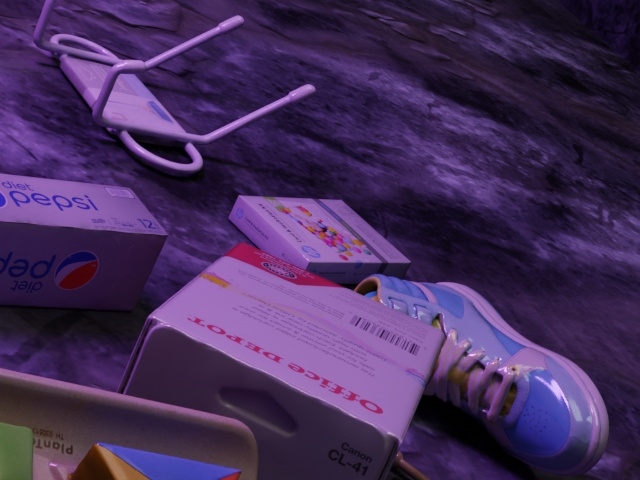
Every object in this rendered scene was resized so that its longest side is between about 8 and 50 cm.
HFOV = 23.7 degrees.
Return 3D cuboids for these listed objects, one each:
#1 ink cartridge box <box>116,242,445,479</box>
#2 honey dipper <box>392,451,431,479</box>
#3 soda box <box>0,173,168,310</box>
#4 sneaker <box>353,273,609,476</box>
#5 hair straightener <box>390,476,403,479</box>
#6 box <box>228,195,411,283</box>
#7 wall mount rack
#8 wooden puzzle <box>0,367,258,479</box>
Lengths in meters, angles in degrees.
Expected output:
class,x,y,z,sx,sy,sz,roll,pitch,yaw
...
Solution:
class,x,y,z,sx,sy,sz,roll,pitch,yaw
ink cartridge box,-0.030,0.126,1.324,0.226,0.131,0.306,25,17,6
honey dipper,0.125,0.250,1.460,0.160,0.030,0.030,34,23,27
soda box,-0.294,-0.001,1.448,0.286,0.098,0.091,5,32,-43
sneaker,0.138,0.140,1.593,0.208,0.127,0.319,11,17,-39
hair straightener,0.124,0.286,1.340,0.089,0.047,0.230,5,25,-44
box,0.000,0.000,1.857,0.186,0.038,0.145,0,34,-46
wall mount rack,-0.197,-0.220,1.999,0.304,0.130,0.350,7,30,-40
wooden puzzle,-0.161,0.232,0.929,0.322,0.080,0.348,16,49,-26
